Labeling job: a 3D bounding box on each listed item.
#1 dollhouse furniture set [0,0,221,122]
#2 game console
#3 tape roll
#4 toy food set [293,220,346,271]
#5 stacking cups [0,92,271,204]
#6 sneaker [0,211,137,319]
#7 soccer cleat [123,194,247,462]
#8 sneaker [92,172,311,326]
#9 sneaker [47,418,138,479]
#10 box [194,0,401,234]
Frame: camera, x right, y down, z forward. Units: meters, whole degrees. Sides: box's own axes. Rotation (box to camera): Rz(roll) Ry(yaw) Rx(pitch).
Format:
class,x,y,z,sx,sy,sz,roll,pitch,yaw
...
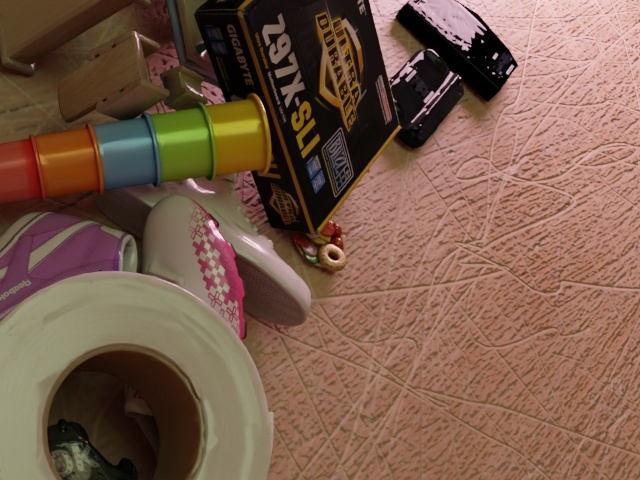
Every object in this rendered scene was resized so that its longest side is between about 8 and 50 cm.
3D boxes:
class,x,y,z,sx,sy,sz,roll,pitch,yaw
dollhouse furniture set,-0.222,-0.236,1.284,0.303,0.198,0.286,17,55,-57
game console,0.184,-0.281,1.630,0.213,0.044,0.361,42,46,-2
tape roll,-0.187,0.175,0.896,0.286,0.100,0.286,12,66,-29
toy food set,0.000,0.000,1.336,0.082,0.020,0.083,25,51,-19
stacking cups,-0.218,-0.097,1.116,0.316,0.096,0.096,-10,66,-15
sneaker,-0.279,0.075,0.993,0.161,0.102,0.282,11,47,18
soccer cleat,-0.148,0.111,1.055,0.143,0.116,0.331,-4,78,-50
sneaker,-0.109,-0.035,1.226,0.292,0.108,0.169,36,51,-8
sneaker,-0.288,0.224,0.943,0.276,0.097,0.135,23,52,-24
box,-0.014,-0.209,1.284,0.257,0.079,0.322,-50,136,-38
